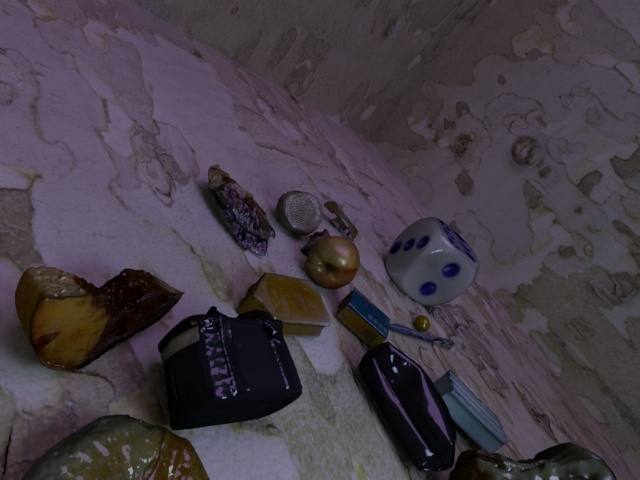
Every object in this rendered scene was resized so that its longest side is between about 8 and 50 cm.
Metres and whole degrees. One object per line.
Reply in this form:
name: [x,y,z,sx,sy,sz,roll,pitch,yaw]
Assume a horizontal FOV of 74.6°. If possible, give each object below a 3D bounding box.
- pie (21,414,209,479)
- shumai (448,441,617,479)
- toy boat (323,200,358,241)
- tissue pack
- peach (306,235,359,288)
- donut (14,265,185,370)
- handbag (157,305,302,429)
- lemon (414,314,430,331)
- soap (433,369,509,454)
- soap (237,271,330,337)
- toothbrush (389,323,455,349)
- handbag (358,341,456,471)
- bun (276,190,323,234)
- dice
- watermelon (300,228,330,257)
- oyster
pie: [-0.258,0.375,0.552,0.306,0.071,0.307,38,26,-22]
shumai: [0.470,0.636,0.979,0.323,0.324,0.398,25,66,-1]
toy boat: [0.086,-0.083,1.814,0.206,0.072,0.064,52,7,-8]
tissue pack: [0.137,0.250,1.346,0.169,0.082,0.120,42,25,-5]
peach: [0.045,0.071,1.381,0.184,0.184,0.184,35,26,-20]
donut: [-0.382,0.120,0.701,0.112,0.151,0.295,38,8,20]
handbag: [-0.170,0.236,0.785,0.254,0.181,0.182,17,43,-47]
lemon: [0.401,0.327,1.659,0.062,0.062,0.083,38,19,-14]
soap: [0.475,0.555,1.351,0.261,0.094,0.150,45,13,-1]
soap: [-0.101,0.169,1.110,0.257,0.080,0.160,16,36,-47]
toothbrush: [0.391,0.367,1.613,0.413,0.042,0.035,24,22,-35]
handbag: [0.274,0.454,1.179,0.343,0.152,0.288,59,12,28]
bun: [-0.084,-0.101,1.524,0.173,0.113,0.167,49,63,-14]
dice: [0.496,0.096,1.882,0.304,0.304,0.277,34,25,-21]
watermelon: [0.016,0.018,1.522,0.121,0.098,0.158,42,20,-6]
oyster: [-0.239,-0.095,1.303,0.271,0.100,0.275,44,15,-40]
